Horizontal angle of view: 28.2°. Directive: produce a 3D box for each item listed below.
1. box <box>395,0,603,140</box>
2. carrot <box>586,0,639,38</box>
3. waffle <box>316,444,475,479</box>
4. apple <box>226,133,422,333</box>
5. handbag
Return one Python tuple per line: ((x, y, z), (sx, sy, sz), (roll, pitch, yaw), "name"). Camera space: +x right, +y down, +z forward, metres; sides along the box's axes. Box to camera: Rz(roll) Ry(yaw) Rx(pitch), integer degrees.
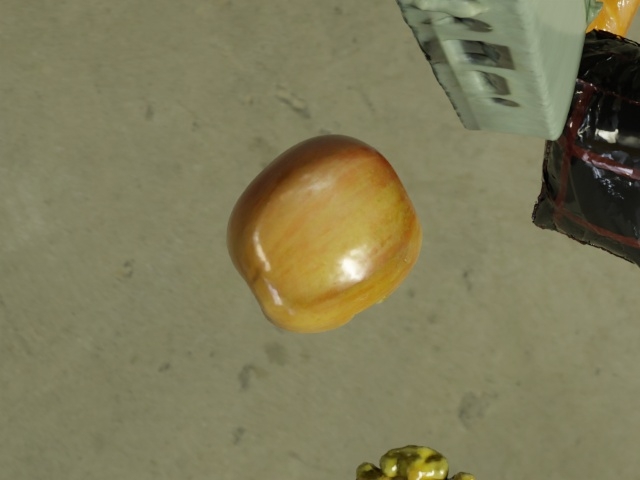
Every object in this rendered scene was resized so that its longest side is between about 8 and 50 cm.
((0.144, -0.291, 0.849), (0.396, 0.111, 0.397), (36, 65, -72), "box")
((0.296, -0.290, 1.557), (0.196, 0.196, 0.254), (45, 62, -30), "carrot")
((0.083, 0.332, 1.124), (0.281, 0.058, 0.301), (27, 106, 2), "waffle")
((0.000, 0.000, 1.200), (0.199, 0.199, 0.199), (-7, 104, -30), "apple")
((0.299, -0.086, 1.235), (0.155, 0.169, 0.215), (-50, 153, -40), "handbag")
